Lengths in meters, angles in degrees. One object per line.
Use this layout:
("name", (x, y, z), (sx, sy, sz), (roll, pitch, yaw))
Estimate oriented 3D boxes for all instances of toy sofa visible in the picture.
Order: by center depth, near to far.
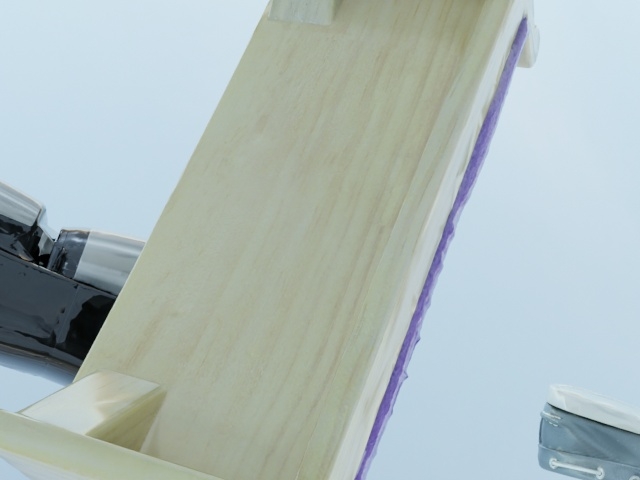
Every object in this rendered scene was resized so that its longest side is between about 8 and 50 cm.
("toy sofa", (0.000, 0.000, 0.536), (0.150, 0.177, 0.362), (11, -120, 21))

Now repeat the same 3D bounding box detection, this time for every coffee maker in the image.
("coffee maker", (-0.176, 0.056, 0.668), (0.178, 0.120, 0.171), (20, -129, -13))

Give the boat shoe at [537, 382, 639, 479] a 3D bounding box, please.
("boat shoe", (0.366, 0.244, 1.028), (0.320, 0.099, 0.116), (21, -174, 32))
